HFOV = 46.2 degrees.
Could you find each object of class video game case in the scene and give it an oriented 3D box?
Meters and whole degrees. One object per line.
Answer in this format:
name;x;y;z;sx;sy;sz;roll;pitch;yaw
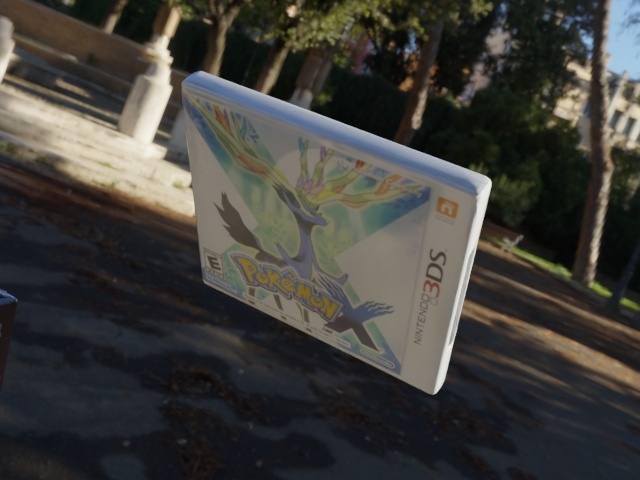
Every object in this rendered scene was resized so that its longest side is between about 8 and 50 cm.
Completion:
video game case;0.000;0.000;0.808;0.329;0.299;0.036;24;48;21

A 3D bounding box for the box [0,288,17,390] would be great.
box;-0.470;0.157;0.676;0.143;0.191;0.381;20;15;14
